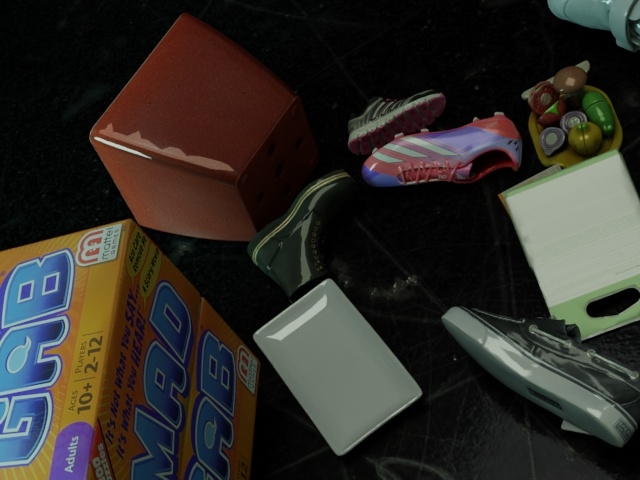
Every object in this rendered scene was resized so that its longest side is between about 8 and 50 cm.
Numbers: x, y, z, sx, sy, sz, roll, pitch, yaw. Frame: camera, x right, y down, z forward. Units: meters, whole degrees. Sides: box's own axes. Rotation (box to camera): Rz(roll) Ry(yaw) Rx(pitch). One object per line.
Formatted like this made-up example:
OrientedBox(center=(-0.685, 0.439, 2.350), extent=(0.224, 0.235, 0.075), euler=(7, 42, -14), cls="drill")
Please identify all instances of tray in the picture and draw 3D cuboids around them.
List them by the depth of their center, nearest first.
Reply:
OrientedBox(center=(0.023, 0.177, 1.796), extent=(0.145, 0.030, 0.270), euler=(-36, 46, -4), cls="tray")

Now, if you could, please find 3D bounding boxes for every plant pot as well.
OrientedBox(center=(-0.157, -0.148, 2.017), extent=(0.236, 0.267, 0.267), euler=(24, 67, 24), cls="plant pot")

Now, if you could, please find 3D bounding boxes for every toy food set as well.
OrientedBox(center=(0.363, -0.196, 1.893), extent=(0.128, 0.071, 0.217), euler=(-21, 47, 11), cls="toy food set")

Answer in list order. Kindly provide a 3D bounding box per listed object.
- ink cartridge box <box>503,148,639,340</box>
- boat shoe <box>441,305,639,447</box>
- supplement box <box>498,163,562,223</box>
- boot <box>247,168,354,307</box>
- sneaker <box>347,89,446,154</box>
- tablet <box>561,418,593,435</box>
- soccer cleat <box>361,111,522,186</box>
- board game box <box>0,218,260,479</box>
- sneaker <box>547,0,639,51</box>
OrientedBox(center=(0.367, 0.013, 1.735), extent=(0.171, 0.056, 0.235), euler=(-22, 71, 10), cls="ink cartridge box")
OrientedBox(center=(0.288, 0.145, 1.625), extent=(0.301, 0.108, 0.102), euler=(29, 73, 42), cls="boat shoe")
OrientedBox(center=(0.312, -0.058, 1.832), extent=(0.098, 0.036, 0.062), euler=(-27, 47, 7), cls="supplement box")
OrientedBox(center=(0.000, 0.000, 1.933), extent=(0.198, 0.077, 0.137), euler=(-45, 50, 6), cls="boot")
OrientedBox(center=(0.114, -0.203, 2.035), extent=(0.170, 0.063, 0.074), euler=(-27, 52, 12), cls="sneaker")
OrientedBox(center=(0.341, 0.207, 1.622), extent=(0.054, 0.006, 0.083), euler=(7, 57, 32), cls="tablet")
OrientedBox(center=(0.181, -0.118, 1.924), extent=(0.248, 0.083, 0.095), euler=(-15, 53, 12), cls="soccer cleat")
OrientedBox(center=(-0.321, 0.248, 1.607), extent=(0.357, 0.356, 0.356), euler=(-13, 51, 20), cls="board game box")
OrientedBox(center=(0.487, -0.310, 1.875), extent=(0.366, 0.137, 0.210), euler=(8, 56, 29), cls="sneaker")
